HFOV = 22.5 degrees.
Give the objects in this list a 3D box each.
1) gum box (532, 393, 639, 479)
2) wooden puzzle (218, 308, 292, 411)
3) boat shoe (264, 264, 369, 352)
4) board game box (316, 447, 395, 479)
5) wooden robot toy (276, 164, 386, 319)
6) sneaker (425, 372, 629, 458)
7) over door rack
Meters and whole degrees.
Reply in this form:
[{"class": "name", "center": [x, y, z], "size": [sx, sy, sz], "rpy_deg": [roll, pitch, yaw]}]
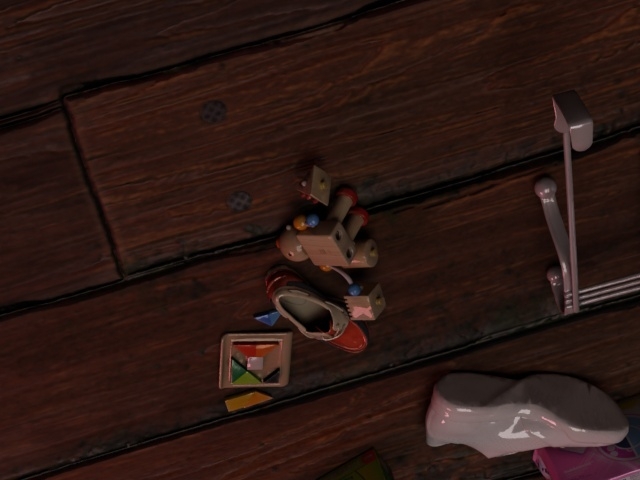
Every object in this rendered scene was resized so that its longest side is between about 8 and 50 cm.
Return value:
[{"class": "gum box", "center": [0.325, 0.228, 1.701], "size": [0.188, 0.107, 0.062], "rpy_deg": [-18, 125, -2]}, {"class": "wooden puzzle", "center": [-0.064, 0.121, 1.592], "size": [0.079, 0.014, 0.116], "rpy_deg": [-9, 124, -8]}, {"class": "boat shoe", "center": [0.000, 0.074, 1.559], "size": [0.049, 0.043, 0.137], "rpy_deg": [-43, 124, 13]}, {"class": "board game box", "center": [0.045, 0.303, 1.637], "size": [0.092, 0.181, 0.043], "rpy_deg": [-31, 125, 7]}, {"class": "wooden robot toy", "center": [0.000, 0.000, 1.511], "size": [0.079, 0.076, 0.173], "rpy_deg": [-4, 133, 32]}, {"class": "sneaker", "center": [0.212, 0.193, 1.678], "size": [0.212, 0.080, 0.094], "rpy_deg": [8, 127, -8]}, {"class": "over door rack", "center": [0.326, -0.069, 1.487], "size": [0.240, 0.108, 0.324], "rpy_deg": [-15, 146, -3]}]
